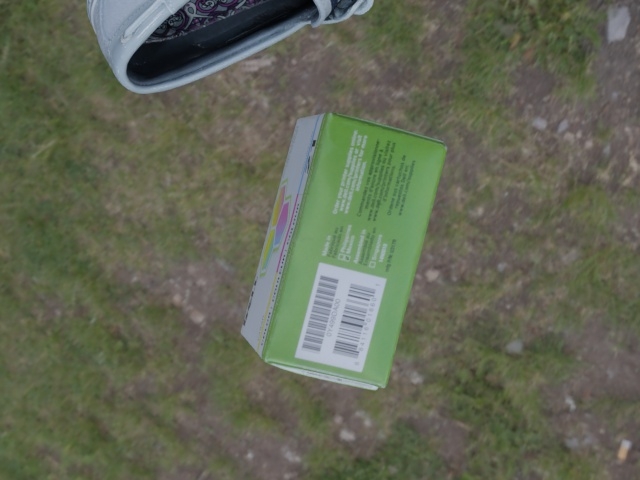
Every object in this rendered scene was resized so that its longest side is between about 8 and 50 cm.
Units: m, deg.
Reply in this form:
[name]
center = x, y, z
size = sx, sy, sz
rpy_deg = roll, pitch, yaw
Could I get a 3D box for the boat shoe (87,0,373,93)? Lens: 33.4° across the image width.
[boat shoe]
center = -0.008, -0.138, 0.535
size = 0.228, 0.081, 0.079
rpy_deg = -25, 144, 7

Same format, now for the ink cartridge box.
[ink cartridge box]
center = 0.000, 0.000, 0.880
size = 0.097, 0.255, 0.188
rpy_deg = 14, 91, -14
